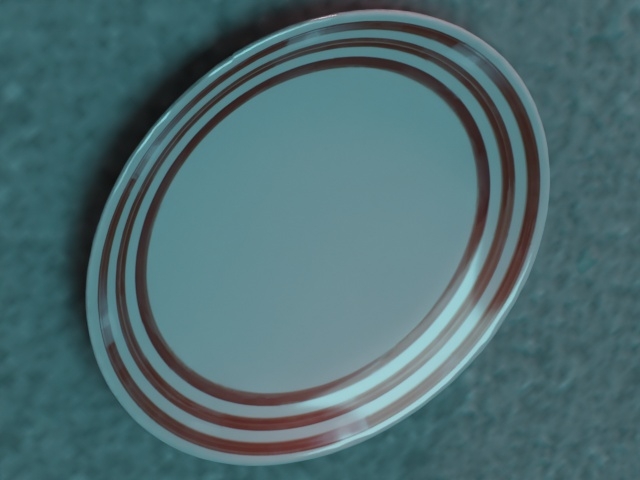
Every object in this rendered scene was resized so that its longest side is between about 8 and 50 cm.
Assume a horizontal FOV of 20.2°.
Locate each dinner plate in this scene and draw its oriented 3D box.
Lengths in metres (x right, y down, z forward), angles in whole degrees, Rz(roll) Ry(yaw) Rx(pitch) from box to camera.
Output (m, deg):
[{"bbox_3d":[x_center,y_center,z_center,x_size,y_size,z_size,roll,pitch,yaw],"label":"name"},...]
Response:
[{"bbox_3d":[0.000,0.000,0.496,0.141,0.017,0.141,-15,126,-21],"label":"dinner plate"}]
